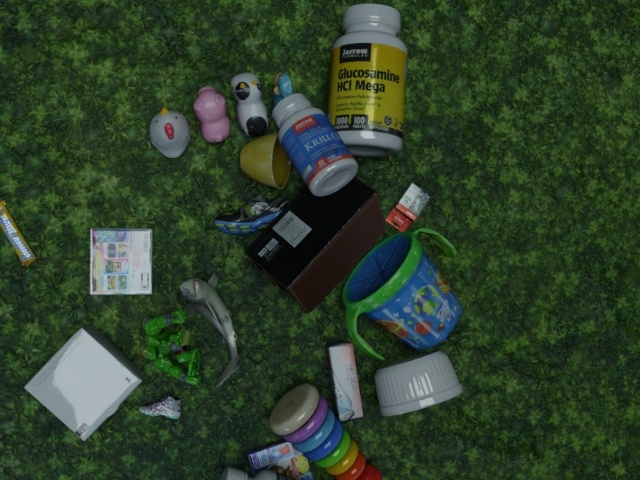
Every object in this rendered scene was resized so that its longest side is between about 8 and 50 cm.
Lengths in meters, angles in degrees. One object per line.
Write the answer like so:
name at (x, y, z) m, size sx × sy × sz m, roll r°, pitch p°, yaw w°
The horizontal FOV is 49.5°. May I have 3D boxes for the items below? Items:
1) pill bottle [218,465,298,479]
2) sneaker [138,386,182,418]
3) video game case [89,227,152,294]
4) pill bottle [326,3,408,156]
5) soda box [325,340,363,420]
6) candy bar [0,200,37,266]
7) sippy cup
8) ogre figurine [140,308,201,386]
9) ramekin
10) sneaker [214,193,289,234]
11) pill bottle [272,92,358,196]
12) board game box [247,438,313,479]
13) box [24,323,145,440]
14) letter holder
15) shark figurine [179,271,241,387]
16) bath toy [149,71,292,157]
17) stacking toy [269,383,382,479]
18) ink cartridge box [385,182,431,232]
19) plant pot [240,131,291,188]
pill bottle at (-0.085, 0.625, 1.565) m, size 0.318 × 0.176 × 0.177 m, roll 24°, pitch 84°, yaw -9°
sneaker at (-0.373, 0.379, 1.634) m, size 0.098 × 0.038 × 0.069 m, roll 12°, pitch 84°, yaw -19°
video game case at (-0.469, 0.050, 1.637) m, size 0.143 × 0.019 × 0.157 m, roll 0°, pitch 89°, yaw -9°
pill bottle at (0.113, -0.380, 1.667) m, size 0.187 × 0.188 × 0.334 m, roll 4°, pitch 87°, yaw -10°
soda box at (0.057, 0.341, 1.697) m, size 0.062 × 0.058 × 0.183 m, roll -9°, pitch 89°, yaw -10°
candy bar at (-0.706, -0.014, 1.599) m, size 0.040 × 0.018 × 0.162 m, roll -30°, pitch 92°, yaw -9°
sippy cup at (0.209, 0.135, 1.660) m, size 0.305 × 0.240 × 0.224 m, roll -42°, pitch 107°, yaw 16°
ogre figurine at (-0.343, 0.246, 1.598) m, size 0.118 × 0.197 × 0.097 m, roll 3°, pitch 46°, yaw 25°
ramekin at (0.227, 0.336, 1.658) m, size 0.207 × 0.207 × 0.109 m, roll -15°, pitch 81°, yaw -10°
sneaker at (-0.166, -0.065, 1.679) m, size 0.188 × 0.067 × 0.078 m, roll -16°, pitch 69°, yaw -8°
pill bottle at (-0.020, -0.220, 1.569) m, size 0.124 × 0.124 × 0.222 m, roll -29°, pitch 70°, yaw -10°
board game box at (-0.085, 0.587, 1.675) m, size 0.136 × 0.035 × 0.201 m, roll -15°, pitch 90°, yaw -10°
box at (-0.525, 0.315, 1.567) m, size 0.182 × 0.119 × 0.181 m, roll 44°, pitch 81°, yaw -6°
letter holder at (0.000, 0.000, 1.669) m, size 0.152 × 0.214 × 0.302 m, roll 38°, pitch 80°, yaw 26°
shark figurine at (-0.268, 0.192, 1.644) m, size 0.116 × 0.166 × 0.278 m, roll -19°, pitch 110°, yaw 15°
bath toy at (-0.236, -0.301, 1.635) m, size 0.348 × 0.129 × 0.152 m, roll -18°, pitch 91°, yaw -9°
stacking toy at (0.032, 0.495, 1.640) m, size 0.141 × 0.141 × 0.330 m, roll -44°, pitch 106°, yaw -9°
ink cartridge box at (0.222, -0.081, 1.755) m, size 0.062 × 0.029 × 0.115 m, roll 36°, pitch 82°, yaw -7°
plant pot at (-0.136, -0.193, 1.659) m, size 0.095 × 0.134 × 0.134 m, roll 4°, pitch 87°, yaw 17°
